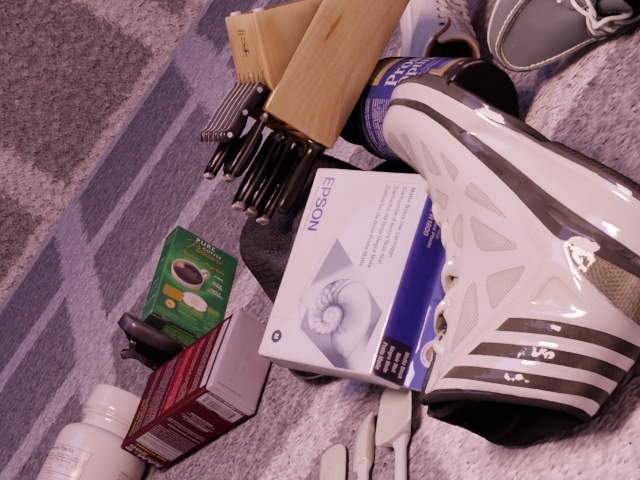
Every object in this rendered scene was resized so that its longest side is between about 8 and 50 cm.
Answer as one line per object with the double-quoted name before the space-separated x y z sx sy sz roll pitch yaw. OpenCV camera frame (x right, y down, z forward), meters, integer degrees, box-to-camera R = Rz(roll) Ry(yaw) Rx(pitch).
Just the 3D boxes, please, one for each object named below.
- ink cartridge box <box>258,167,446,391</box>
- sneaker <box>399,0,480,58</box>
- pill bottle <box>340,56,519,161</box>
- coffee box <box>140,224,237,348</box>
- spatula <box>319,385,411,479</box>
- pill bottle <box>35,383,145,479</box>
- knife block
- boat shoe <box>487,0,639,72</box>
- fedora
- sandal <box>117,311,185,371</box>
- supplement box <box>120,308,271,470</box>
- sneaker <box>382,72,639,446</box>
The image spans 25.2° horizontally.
"ink cartridge box" 0.058 0.036 1.479 0.224 0.045 0.223 5 72 40
"sneaker" 0.164 -0.260 1.796 0.123 0.106 0.290 -26 48 51
"pill bottle" 0.111 -0.148 1.634 0.219 0.123 0.123 11 68 53
"coffee box" -0.191 0.073 2.100 0.040 0.113 0.184 -45 24 38
"spatula" 0.041 0.253 1.410 0.168 0.019 0.242 -44 23 31
"pill bottle" -0.317 0.323 1.985 0.131 0.131 0.229 -20 41 60
"knife block" -0.009 -0.155 1.627 0.275 0.242 0.088 -18 13 -23
"boat shoe" 0.291 -0.269 1.475 0.319 0.116 0.099 -37 24 34
"fedora" 0.000 0.000 1.695 0.334 0.152 0.334 -48 21 26
"sandal" -0.242 0.164 2.036 0.054 0.097 0.254 -59 -9 -14
"supplement box" -0.160 0.200 1.885 0.239 0.073 0.130 -35 27 45
"sneaker" 0.128 0.018 1.278 0.257 0.169 0.447 -56 31 4
